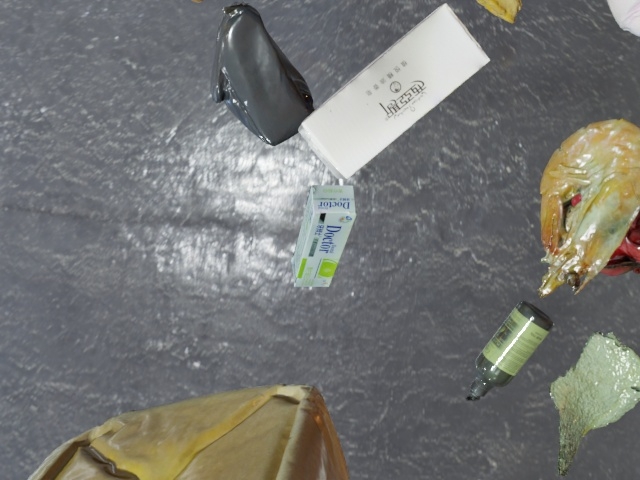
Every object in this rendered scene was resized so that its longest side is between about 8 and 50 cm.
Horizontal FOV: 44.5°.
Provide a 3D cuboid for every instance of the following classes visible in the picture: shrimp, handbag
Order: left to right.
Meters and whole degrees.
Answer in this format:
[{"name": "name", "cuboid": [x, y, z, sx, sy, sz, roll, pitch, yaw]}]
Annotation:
[{"name": "handbag", "cuboid": [-0.152, -0.344, 1.597, 0.178, 0.302, 0.275, -37, 112, 5]}, {"name": "shrimp", "cuboid": [0.287, -0.034, 0.859, 0.051, 0.115, 0.217, 26, 88, -44]}]

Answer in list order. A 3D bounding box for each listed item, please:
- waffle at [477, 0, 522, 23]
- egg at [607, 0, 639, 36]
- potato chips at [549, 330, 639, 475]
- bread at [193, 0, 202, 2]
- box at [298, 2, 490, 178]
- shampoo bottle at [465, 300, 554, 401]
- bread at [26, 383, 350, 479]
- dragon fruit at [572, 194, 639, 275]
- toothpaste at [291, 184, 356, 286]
[{"name": "waffle", "cuboid": [0.294, -0.550, 1.605, 0.168, 0.274, 0.057, 25, 111, -41]}, {"name": "egg", "cuboid": [0.540, -0.463, 1.203, 0.271, 0.162, 0.206, -37, 75, 30]}, {"name": "potato chips", "cuboid": [0.431, 0.267, 1.253, 0.167, 0.059, 0.228, 38, 95, -28]}, {"name": "bread", "cuboid": [-0.178, -0.514, 1.411, 0.129, 0.260, 0.134, 58, 149, -9]}, {"name": "box", "cuboid": [0.097, -0.209, 1.141, 0.260, 0.194, 0.111, -42, 96, 2]}, {"name": "shampoo bottle", "cuboid": [0.454, 0.286, 1.933, 0.101, 0.101, 0.284, 32, 102, -8]}, {"name": "bread", "cuboid": [-0.082, 0.175, 0.431, 0.192, 0.210, 0.109, -13, 104, 7]}, {"name": "dragon fruit", "cuboid": [0.530, -0.034, 1.388, 0.234, 0.233, 0.293, 43, 137, -12]}, {"name": "toothpaste", "cuboid": [0.000, 0.000, 1.539, 0.081, 0.067, 0.336, 0, 154, -9]}]
